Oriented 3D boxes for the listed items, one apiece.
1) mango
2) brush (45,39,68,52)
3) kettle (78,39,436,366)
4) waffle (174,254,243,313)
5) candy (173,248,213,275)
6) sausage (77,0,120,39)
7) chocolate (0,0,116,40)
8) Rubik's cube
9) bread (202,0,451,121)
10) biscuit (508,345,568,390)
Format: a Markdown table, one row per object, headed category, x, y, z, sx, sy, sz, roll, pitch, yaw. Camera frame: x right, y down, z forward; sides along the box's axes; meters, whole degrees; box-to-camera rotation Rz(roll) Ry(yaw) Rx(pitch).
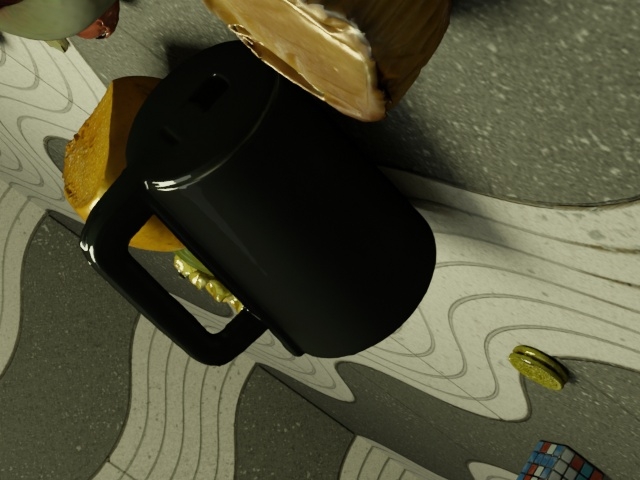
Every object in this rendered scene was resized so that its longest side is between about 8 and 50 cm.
| category | x | y | z | sx | sy | sz | roll | pitch | yaw |
| --- | --- | --- | --- | --- | --- | --- | --- | --- | --- |
| mango | -0.201 | -0.087 | 1.189 | 0.199 | 0.201 | 0.350 | -1 | -165 | -7 |
| brush | -0.435 | -0.353 | 1.308 | 0.085 | 0.020 | 0.336 | 22 | 162 | 40 |
| kettle | -0.064 | -0.025 | 1.056 | 0.308 | 0.262 | 0.203 | 46 | -157 | -41 |
| waffle | -0.130 | 0.093 | 1.818 | 0.280 | 0.060 | 0.262 | 23 | -170 | -41 |
| candy | -0.226 | -0.050 | 1.648 | 0.260 | 0.118 | 0.260 | 36 | 165 | 12 |
| sausage | -0.277 | -0.268 | 1.124 | 0.141 | 0.076 | 0.076 | 30 | 165 | 24 |
| chocolate | -0.257 | -0.276 | 0.816 | 0.283 | 0.186 | 0.283 | 33 | 166 | 9 |
| Rubik's cube | 0.404 | 0.406 | 1.738 | 0.092 | 0.092 | 0.092 | 37 | 167 | -10 |
| bread | -0.001 | -0.182 | 0.719 | 0.199 | 0.104 | 0.199 | 36 | 170 | 7 |
| biscuit | 0.291 | 0.171 | 1.367 | 0.084 | 0.023 | 0.084 | 33 | 166 | 9 |
